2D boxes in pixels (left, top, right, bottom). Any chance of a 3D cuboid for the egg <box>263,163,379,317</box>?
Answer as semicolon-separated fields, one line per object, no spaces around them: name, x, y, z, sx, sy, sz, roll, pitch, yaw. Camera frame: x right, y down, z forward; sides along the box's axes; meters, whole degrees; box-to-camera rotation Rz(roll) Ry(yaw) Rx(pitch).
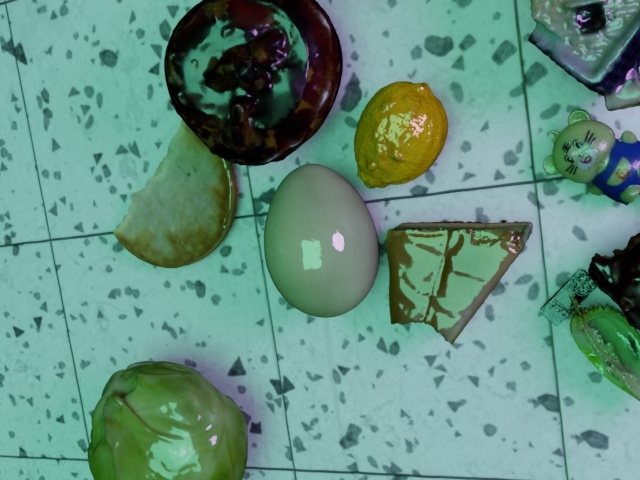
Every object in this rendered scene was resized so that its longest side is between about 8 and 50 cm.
egg;0.000;0.000;1.073;0.188;0.188;0.254;-7;92;23

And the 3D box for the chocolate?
chocolate;0.470;0.038;0.911;0.177;0.224;0.207;21;82;42

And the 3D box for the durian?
durian;0.431;0.155;0.974;0.086;0.100;0.215;-40;90;19

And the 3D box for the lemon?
lemon;0.122;-0.161;1.023;0.142;0.142;0.187;34;112;13

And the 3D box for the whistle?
whistle;0.430;-0.103;0.940;0.227;0.085;0.105;30;118;14

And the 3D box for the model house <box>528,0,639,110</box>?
model house;0.425;-0.318;0.827;0.298;0.243;0.285;-5;99;32

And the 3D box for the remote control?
remote control;0.390;0.089;1.026;0.039;0.014;0.096;42;110;11

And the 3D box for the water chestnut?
water chestnut;-0.110;-0.265;1.029;0.299;0.300;0.300;4;100;21

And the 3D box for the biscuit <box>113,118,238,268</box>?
biscuit;-0.257;-0.067;1.244;0.204;0.040;0.309;42;112;11

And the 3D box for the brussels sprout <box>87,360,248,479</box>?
brussels sprout;-0.280;0.387;1.227;0.327;0.247;0.328;-3;82;21

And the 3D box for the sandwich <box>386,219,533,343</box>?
sandwich;0.224;0.063;1.039;0.219;0.108;0.186;-1;98;19
